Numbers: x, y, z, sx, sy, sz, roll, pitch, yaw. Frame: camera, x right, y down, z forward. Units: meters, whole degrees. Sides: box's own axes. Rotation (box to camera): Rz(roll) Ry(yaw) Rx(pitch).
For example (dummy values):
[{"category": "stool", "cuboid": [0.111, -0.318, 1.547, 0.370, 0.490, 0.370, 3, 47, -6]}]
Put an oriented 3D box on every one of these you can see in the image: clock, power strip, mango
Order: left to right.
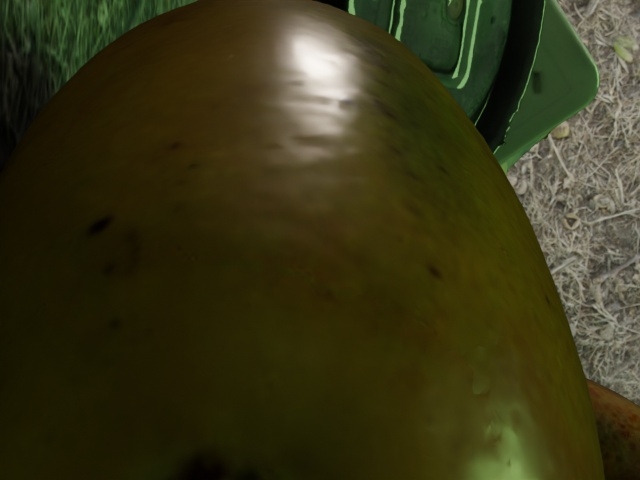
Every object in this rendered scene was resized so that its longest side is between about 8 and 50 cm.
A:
[{"category": "mango", "cuboid": [-0.022, 0.065, 0.739, 0.446, 0.232, 0.300, -90, 175, -69]}, {"category": "clock", "cuboid": [0.064, -0.179, 1.516, 0.319, 0.066, 0.319, -18, 113, -50]}, {"category": "power strip", "cuboid": [0.079, -0.180, 1.721, 0.261, 0.229, 0.141, 55, 3, -13]}]

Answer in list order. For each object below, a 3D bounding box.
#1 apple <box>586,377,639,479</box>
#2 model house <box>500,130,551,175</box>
[{"category": "apple", "cuboid": [0.072, 0.235, 1.093, 0.277, 0.348, 0.348, 105, -6, -47]}, {"category": "model house", "cuboid": [0.085, -0.127, 1.974, 0.271, 0.206, 0.178, -42, 147, -30]}]
